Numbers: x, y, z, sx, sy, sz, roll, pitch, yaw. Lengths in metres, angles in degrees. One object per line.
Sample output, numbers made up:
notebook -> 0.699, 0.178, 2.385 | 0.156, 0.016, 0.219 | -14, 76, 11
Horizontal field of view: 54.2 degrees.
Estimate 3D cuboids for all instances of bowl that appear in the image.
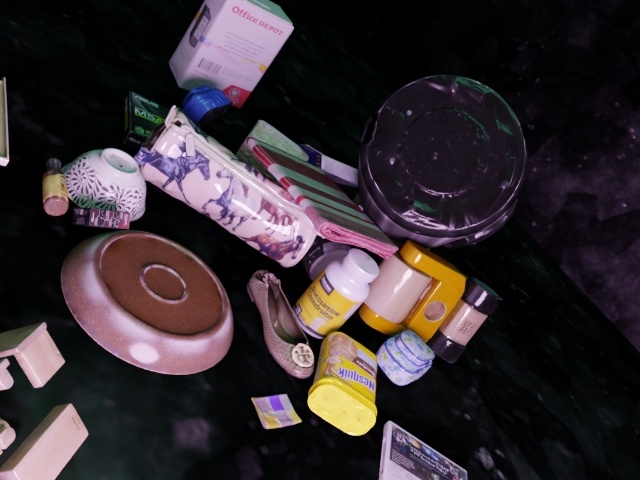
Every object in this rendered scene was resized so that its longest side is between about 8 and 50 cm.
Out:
bowl -> -0.394, -0.121, 1.184 | 0.170, 0.080, 0.170 | 31, 27, -18

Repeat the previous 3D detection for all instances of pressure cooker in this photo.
pressure cooker -> 0.272, -0.169, 1.495 | 0.369, 0.376, 0.420 | 8, -5, 2

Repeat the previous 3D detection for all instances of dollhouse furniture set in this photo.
dollhouse furniture set -> -0.381, 0.209, 0.742 | 0.144, 0.123, 0.151 | -65, 138, -63

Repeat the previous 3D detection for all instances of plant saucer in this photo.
plant saucer -> -0.272, 0.085, 1.054 | 0.310, 0.050, 0.310 | 31, 28, -18

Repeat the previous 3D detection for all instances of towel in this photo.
towel -> -0.004, -0.090, 1.303 | 0.237, 0.037, 0.329 | 20, 23, -46
towel -> -0.073, 0.283, 1.039 | 0.083, 0.009, 0.060 | 9, 38, -45

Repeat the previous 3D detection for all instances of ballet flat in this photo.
ballet flat -> -0.073, 0.150, 1.193 | 0.084, 0.058, 0.250 | 12, 37, -41

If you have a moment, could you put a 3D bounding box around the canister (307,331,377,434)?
canister -> 0.047, 0.259, 1.161 | 0.126, 0.073, 0.170 | 35, 25, -10

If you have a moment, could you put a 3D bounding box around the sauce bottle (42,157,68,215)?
sauce bottle -> -0.466, -0.098, 1.097 | 0.042, 0.042, 0.128 | 17, 36, -38

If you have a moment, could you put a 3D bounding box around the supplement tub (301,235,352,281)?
supplement tub -> 0.000, 0.000, 1.456 | 0.117, 0.117, 0.190 | 19, 33, -35

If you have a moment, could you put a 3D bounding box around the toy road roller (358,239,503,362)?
toy road roller -> 0.241, 0.122, 1.501 | 0.329, 0.202, 0.240 | 27, 14, -24

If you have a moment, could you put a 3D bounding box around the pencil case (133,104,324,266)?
pencil case -> -0.182, -0.106, 1.318 | 0.410, 0.183, 0.160 | 33, 68, -14

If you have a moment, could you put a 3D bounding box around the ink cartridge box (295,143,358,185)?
ink cartridge box -> 0.009, -0.210, 1.764 | 0.224, 0.045, 0.223 | 22, 1, -24

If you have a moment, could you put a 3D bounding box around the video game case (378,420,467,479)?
video game case -> 0.188, 0.435, 1.121 | 0.190, 0.022, 0.173 | 35, 27, -7

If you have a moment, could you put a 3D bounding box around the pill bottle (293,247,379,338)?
pill bottle -> 0.033, 0.105, 1.257 | 0.103, 0.184, 0.103 | 30, 27, -17

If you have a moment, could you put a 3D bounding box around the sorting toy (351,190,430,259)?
sorting toy -> 0.186, -0.032, 1.774 | 0.255, 0.089, 0.257 | 38, 26, -2

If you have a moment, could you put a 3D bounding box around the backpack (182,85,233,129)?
backpack -> -0.309, -0.342, 1.623 | 0.101, 0.098, 0.120 | 41, 35, 1

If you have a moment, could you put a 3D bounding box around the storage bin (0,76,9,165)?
storage bin -> -0.632, -0.194, 0.945 | 0.262, 0.123, 0.260 | 15, 35, -38

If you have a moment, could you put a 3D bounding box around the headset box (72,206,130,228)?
headset box -> -0.378, -0.038, 1.092 | 0.062, 0.032, 0.083 | 5, -1, 42

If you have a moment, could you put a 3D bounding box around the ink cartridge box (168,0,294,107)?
ink cartridge box -> -0.257, -0.558, 1.787 | 0.226, 0.306, 0.131 | 13, 36, -42

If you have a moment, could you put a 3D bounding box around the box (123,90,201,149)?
box -> -0.366, -0.252, 1.466 | 0.190, 0.045, 0.184 | 22, 33, -31

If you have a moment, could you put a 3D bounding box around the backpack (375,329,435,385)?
backpack -> 0.179, 0.247, 1.335 | 0.105, 0.084, 0.114 | 47, 30, 21

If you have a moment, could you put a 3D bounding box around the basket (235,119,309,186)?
basket -> -0.133, -0.214, 1.631 | 0.167, 0.113, 0.103 | 37, 30, -6
